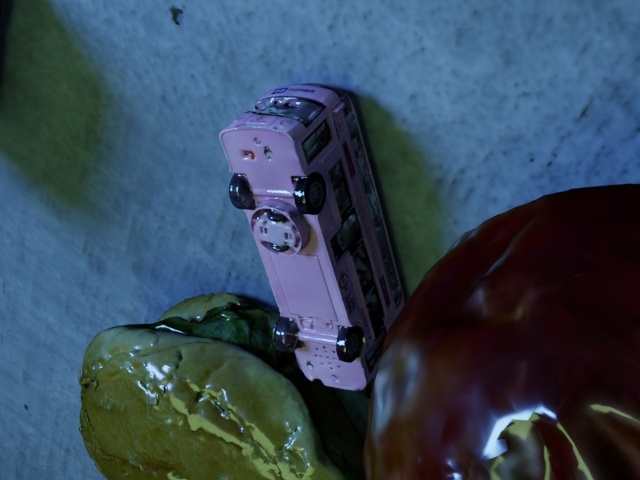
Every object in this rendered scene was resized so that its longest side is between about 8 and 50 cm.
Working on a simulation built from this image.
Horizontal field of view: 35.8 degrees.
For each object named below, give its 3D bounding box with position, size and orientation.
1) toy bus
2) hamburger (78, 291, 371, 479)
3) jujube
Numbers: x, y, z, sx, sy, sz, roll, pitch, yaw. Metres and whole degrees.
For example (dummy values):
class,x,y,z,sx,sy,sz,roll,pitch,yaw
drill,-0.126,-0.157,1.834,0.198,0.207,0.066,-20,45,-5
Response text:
class,x,y,z,sx,sy,sz,roll,pitch,yaw
toy bus,0.000,0.000,0.637,0.063,0.090,0.203,6,129,32
hamburger,-0.066,0.174,0.803,0.285,0.134,0.265,26,135,18
jujube,0.185,0.148,0.503,0.377,0.276,0.276,49,138,-10
